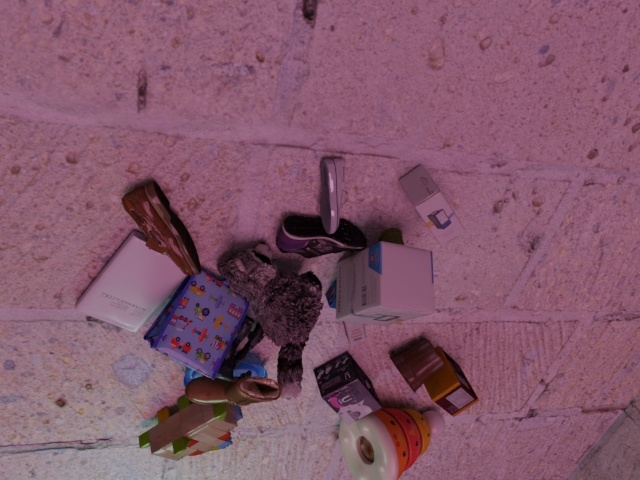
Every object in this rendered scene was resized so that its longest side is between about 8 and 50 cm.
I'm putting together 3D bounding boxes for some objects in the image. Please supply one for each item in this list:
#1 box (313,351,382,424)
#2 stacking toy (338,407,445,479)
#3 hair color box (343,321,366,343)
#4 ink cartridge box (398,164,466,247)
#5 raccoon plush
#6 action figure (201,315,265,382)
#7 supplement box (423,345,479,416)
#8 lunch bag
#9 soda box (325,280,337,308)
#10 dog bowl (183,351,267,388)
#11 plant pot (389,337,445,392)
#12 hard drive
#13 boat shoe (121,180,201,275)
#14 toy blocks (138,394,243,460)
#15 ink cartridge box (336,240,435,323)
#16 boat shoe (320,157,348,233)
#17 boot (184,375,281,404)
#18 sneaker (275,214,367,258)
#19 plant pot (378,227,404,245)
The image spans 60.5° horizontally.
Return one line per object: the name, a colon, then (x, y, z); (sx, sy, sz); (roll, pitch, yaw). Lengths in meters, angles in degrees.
box: (0.106, 0.580, 2.128); (0.163, 0.142, 0.247); (-30, 129, 6)
stacking toy: (0.350, 0.827, 2.351); (0.479, 0.350, 0.351); (-9, 131, -35)
hair color box: (0.120, 0.305, 1.986); (0.072, 0.043, 0.141); (-17, 128, -5)
ink cartridge box: (0.341, -0.104, 1.672); (0.093, 0.154, 0.212); (-32, 130, 10)
raccoon plush: (-0.165, 0.226, 1.622); (0.299, 0.446, 0.216); (14, 149, -29)
action figure: (-0.292, 0.390, 1.824); (0.185, 0.099, 0.285); (34, 85, -26)
supplement box: (0.509, 0.571, 2.218); (0.129, 0.191, 0.194); (-38, 127, 12)
lunch bag: (-0.359, 0.236, 1.683); (0.221, 0.138, 0.293); (36, 77, -26)
soda box: (0.125, 0.209, 1.899); (0.210, 0.067, 0.071); (19, 119, -28)
dog bowl: (-0.337, 0.466, 1.945); (0.297, 0.074, 0.166); (8, 123, -22)
plant pot: (0.385, 0.479, 2.138); (0.165, 0.167, 0.167); (-35, 129, 0)
hard drive: (-0.552, 0.131, 1.640); (0.210, 0.040, 0.319); (31, 112, -34)
boat shoe: (-0.438, -0.019, 1.527); (0.104, 0.111, 0.307); (-23, 118, 0)
toy blocks: (-0.440, 0.715, 2.054); (0.381, 0.191, 0.261); (-32, 140, 11)
ink cartridge box: (0.194, 0.144, 1.713); (0.197, 0.198, 0.270); (10, 160, -25)
boat shoe: (0.048, -0.128, 1.592); (0.075, 0.083, 0.226); (-11, 118, -21)
boot: (-0.271, 0.449, 1.663); (0.236, 0.089, 0.269); (9, 159, -21)
sneaker: (0.000, 0.000, 1.697); (0.283, 0.107, 0.124); (9, 138, -20)
plant pot: (0.240, 0.016, 1.780); (0.083, 0.079, 0.083); (-9, 129, -11)
